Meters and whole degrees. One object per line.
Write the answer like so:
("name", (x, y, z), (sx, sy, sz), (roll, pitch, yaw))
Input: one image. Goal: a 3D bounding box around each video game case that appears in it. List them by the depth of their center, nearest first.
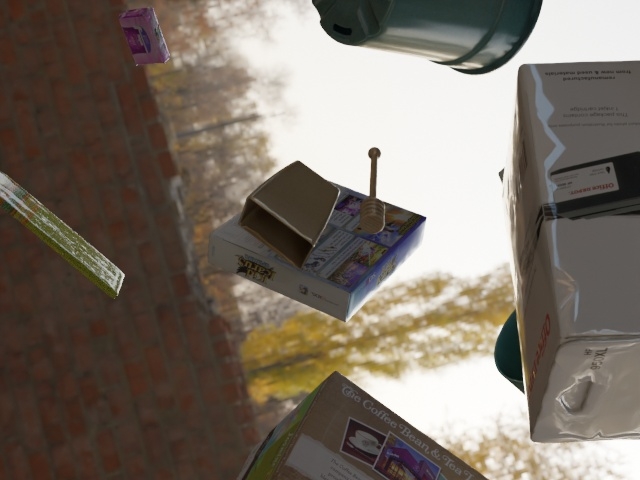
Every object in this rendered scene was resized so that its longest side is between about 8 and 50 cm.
("video game case", (0.000, 0.000, 1.651), (0.269, 0.244, 0.061), (-41, 145, -50))

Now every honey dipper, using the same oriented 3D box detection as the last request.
("honey dipper", (0.064, -0.068, 1.316), (0.161, 0.030, 0.030), (-87, 170, -52))

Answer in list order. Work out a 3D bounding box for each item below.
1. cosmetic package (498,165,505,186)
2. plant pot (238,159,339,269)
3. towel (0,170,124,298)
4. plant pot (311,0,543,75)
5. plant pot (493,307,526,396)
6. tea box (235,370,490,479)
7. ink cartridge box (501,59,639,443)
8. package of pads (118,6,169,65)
("cosmetic package", (0.466, -0.127, 1.834), (0.225, 0.224, 0.138), (125, -52, -64))
("plant pot", (-0.035, -0.042, 1.435), (0.109, 0.096, 0.109), (36, -23, 3))
("towel", (-0.359, -0.011, 1.398), (0.237, 0.021, 0.102), (41, 9, -13))
("plant pot", (0.182, -0.488, 1.990), (0.341, 0.334, 0.341), (7, -81, 52))
("plant pot", (0.521, 0.234, 2.046), (0.235, 0.293, 0.293), (47, 4, -22))
("tea box", (0.044, 0.429, 1.626), (0.323, 0.329, 0.220), (-51, -175, 46))
("ink cartridge box", (0.332, 0.018, 1.314), (0.285, 0.166, 0.395), (83, 6, -57))
("package of pads", (-0.256, -0.295, 1.535), (0.032, 0.050, 0.083), (-72, 153, -47))
